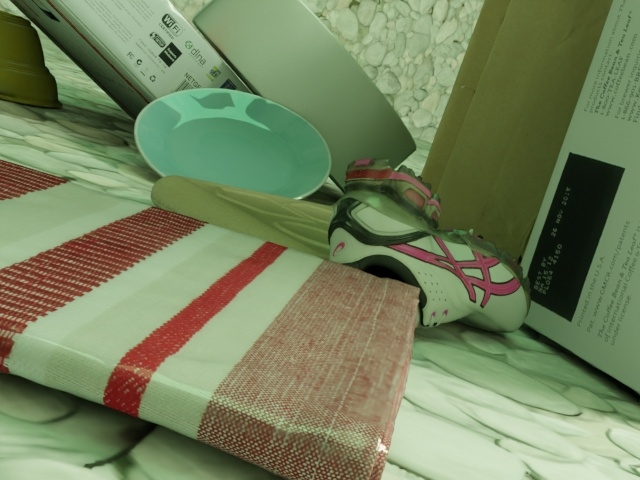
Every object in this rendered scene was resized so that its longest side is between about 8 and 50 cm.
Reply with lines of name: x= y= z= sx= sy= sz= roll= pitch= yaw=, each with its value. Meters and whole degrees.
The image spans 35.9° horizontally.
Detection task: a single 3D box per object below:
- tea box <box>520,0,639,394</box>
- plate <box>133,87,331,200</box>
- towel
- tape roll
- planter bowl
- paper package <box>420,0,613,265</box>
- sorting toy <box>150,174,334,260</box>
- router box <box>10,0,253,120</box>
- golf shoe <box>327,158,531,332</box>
tea box: x=0.363 y=-0.034 z=0.706 sx=0.323 sy=0.329 sz=0.220 roll=13 pitch=10 yaw=-25
plate: x=-0.083 y=-0.084 z=0.931 sx=0.188 sy=0.024 sz=0.188 roll=10 pitch=38 yaw=-8
towel: x=-0.119 y=0.015 z=0.447 sx=0.329 sy=0.037 sz=0.237 roll=17 pitch=11 yaw=6
tape roll: x=-0.018 y=-0.178 z=1.140 sx=0.286 sy=0.100 sz=0.286 roll=48 pitch=3 yaw=-3
planter bowl: x=-0.400 y=-0.230 z=1.157 sx=0.217 sy=0.090 sz=0.217 roll=17 pitch=10 yaw=-3
paper package: x=0.235 y=-0.117 z=1.004 sx=0.168 sy=0.309 sz=0.325 roll=22 pitch=9 yaw=16
sorting toy: x=0.000 y=0.000 z=0.756 sx=0.208 sy=0.038 sz=0.193 roll=4 pitch=16 yaw=-40
router box: x=-0.239 y=-0.241 z=1.094 sx=0.335 sy=0.082 sz=0.301 roll=46 pitch=-9 yaw=-36
golf shoe: x=0.069 y=0.026 z=0.642 sx=0.067 sy=0.086 sz=0.186 roll=-3 pitch=-30 yaw=48
